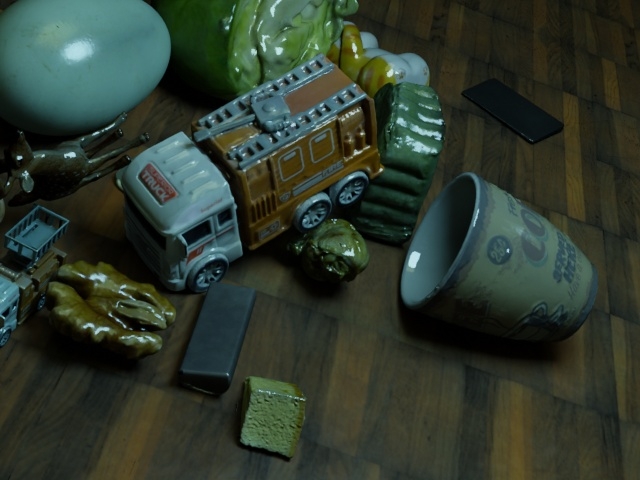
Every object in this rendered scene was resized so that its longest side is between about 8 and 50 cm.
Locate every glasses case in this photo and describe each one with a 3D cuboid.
[{"bbox_3d":[-0.140,0.130,1.494,0.072,0.042,0.191,14,37,0],"label":"glasses case"}]

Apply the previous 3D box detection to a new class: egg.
[{"bbox_3d":[-0.383,-0.291,1.736,0.230,0.230,0.371,34,33,15],"label":"egg"}]

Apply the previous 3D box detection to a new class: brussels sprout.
[{"bbox_3d":[-0.130,-0.430,1.949,0.371,0.276,0.315,-43,50,-4],"label":"brussels sprout"}]

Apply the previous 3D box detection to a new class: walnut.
[{"bbox_3d":[-0.282,0.098,1.439,0.170,0.069,0.143,26,39,-1],"label":"walnut"}]

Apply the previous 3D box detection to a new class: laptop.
[{"bbox_3d":[0.404,-0.272,2.288,0.197,0.016,0.135,40,41,24],"label":"laptop"}]

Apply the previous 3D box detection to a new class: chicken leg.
[{"bbox_3d":[0.000,0.000,1.690,0.088,0.103,0.227,51,-4,-37],"label":"chicken leg"}]

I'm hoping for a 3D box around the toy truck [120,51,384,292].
[{"bbox_3d":[-0.102,-0.105,1.588,0.387,0.207,0.173,-32,59,-20],"label":"toy truck"}]

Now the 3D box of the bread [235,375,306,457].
[{"bbox_3d":[-0.070,0.226,1.433,0.084,0.080,0.109,14,2,-10],"label":"bread"}]

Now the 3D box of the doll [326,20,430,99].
[{"bbox_3d":[0.081,-0.314,2.046,0.269,0.162,0.166,42,29,28],"label":"doll"}]

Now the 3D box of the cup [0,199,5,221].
[{"bbox_3d":[-0.554,-0.089,1.418,0.288,0.208,0.273,8,38,-17],"label":"cup"}]

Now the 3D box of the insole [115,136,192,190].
[{"bbox_3d":[-0.240,-0.127,1.784,0.081,0.011,0.248,39,41,19],"label":"insole"}]

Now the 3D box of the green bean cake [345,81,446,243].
[{"bbox_3d":[0.124,-0.139,1.804,0.124,0.227,0.223,18,37,-9],"label":"green bean cake"}]

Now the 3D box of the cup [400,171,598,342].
[{"bbox_3d":[0.275,0.044,1.714,0.257,0.227,0.301,27,6,-15],"label":"cup"}]

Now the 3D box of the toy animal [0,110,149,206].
[{"bbox_3d":[-0.358,-0.091,1.446,0.260,0.243,0.087,-28,77,-24],"label":"toy animal"}]

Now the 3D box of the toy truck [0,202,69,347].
[{"bbox_3d":[-0.398,0.048,1.404,0.080,0.115,0.178,27,38,5],"label":"toy truck"}]
